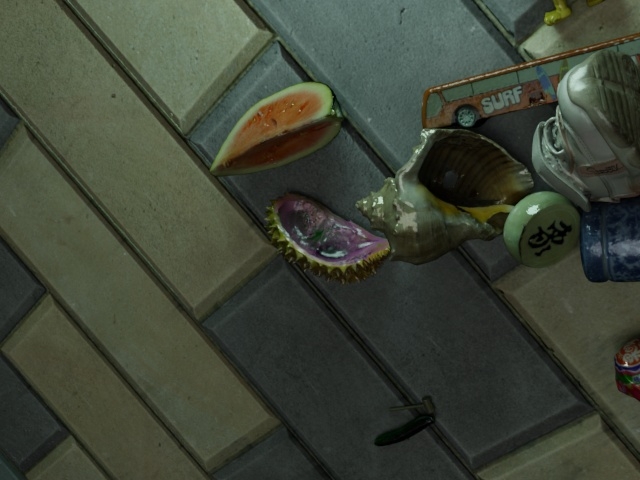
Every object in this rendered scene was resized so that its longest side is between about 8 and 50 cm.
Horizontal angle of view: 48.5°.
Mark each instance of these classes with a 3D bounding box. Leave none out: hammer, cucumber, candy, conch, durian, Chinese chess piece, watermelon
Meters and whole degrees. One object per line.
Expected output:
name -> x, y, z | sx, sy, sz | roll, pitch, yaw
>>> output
hammer -> 0.204, 0.376, 1.609 | 0.110, 0.019, 0.035 | -16, 103, 34
cucumber -> 0.194, 0.439, 1.628 | 0.036, 0.033, 0.184 | 39, 125, -24
candy -> 0.688, 0.329, 1.325 | 0.365, 0.124, 0.124 | 46, 121, -7
conch -> 0.225, -0.092, 1.317 | 0.186, 0.324, 0.263 | -127, 36, -52
durian -> -0.009, 0.012, 1.482 | 0.261, 0.186, 0.153 | 35, 115, 23
Chinese chess piece -> 0.403, -0.018, 1.290 | 0.144, 0.058, 0.144 | -10, 122, -17
watermelon -> -0.065, -0.208, 1.433 | 0.304, 0.159, 0.128 | -21, 130, 27

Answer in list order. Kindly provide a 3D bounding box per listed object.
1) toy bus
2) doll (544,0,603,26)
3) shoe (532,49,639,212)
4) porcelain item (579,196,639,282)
toy bus -> 0.373, -0.265, 1.228 | 0.409, 0.093, 0.092 | -10, 98, 26
doll -> 0.347, -0.533, 1.130 | 0.160, 0.094, 0.365 | -20, 102, 32
shoe -> 0.431, -0.148, 1.127 | 0.198, 0.351, 0.171 | -14, 61, 37
porcelain item -> 0.514, 0.000, 1.239 | 0.114, 0.147, 0.147 | -2, 109, 28
